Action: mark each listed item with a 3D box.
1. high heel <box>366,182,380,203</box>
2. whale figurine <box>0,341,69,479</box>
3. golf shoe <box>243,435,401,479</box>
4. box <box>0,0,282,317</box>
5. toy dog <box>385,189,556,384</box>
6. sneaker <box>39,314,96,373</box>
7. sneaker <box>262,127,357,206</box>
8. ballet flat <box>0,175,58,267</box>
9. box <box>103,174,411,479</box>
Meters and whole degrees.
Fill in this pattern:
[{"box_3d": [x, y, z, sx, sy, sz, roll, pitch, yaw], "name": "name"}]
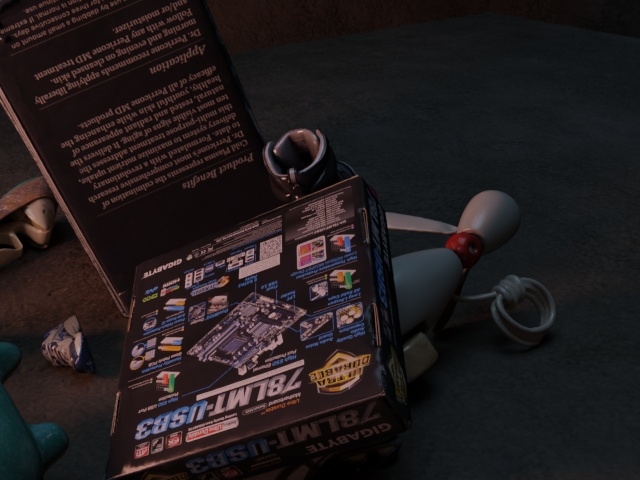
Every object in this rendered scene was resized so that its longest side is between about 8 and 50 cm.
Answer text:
[{"box_3d": [0.000, 0.000, 1.355, 0.181, 0.127, 0.377, 2, 24, -12], "name": "high heel"}, {"box_3d": [-0.353, 0.177, 0.907, 0.216, 0.141, 0.272, 4, 37, -12], "name": "whale figurine"}, {"box_3d": [-0.016, 0.192, 0.944, 0.198, 0.093, 0.077, -15, 25, -20], "name": "golf shoe"}, {"box_3d": [-0.286, -0.228, 1.414, 0.298, 0.471, 0.480, -23, 30, -5], "name": "box"}, {"box_3d": [0.109, 0.062, 1.162, 0.334, 0.220, 0.161, -11, -10, -35], "name": "toy dog"}, {"box_3d": [-0.323, 0.142, 1.199, 0.058, 0.052, 0.135, -22, 19, -15], "name": "sneaker"}, {"box_3d": [-0.005, -0.090, 1.278, 0.101, 0.153, 0.268, -15, 24, 11], "name": "sneaker"}, {"box_3d": [-0.517, -0.012, 1.571, 0.106, 0.107, 0.316, 27, 38, 18], "name": "ballet flat"}, {"box_3d": [-0.066, 0.098, 0.964, 0.296, 0.073, 0.293, -21, 43, 16], "name": "box"}]
